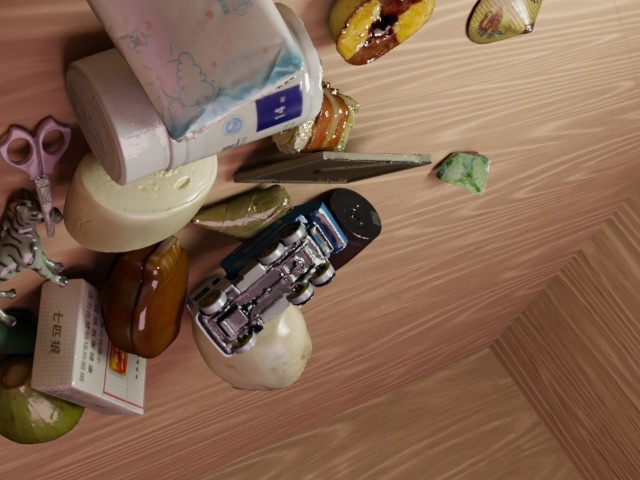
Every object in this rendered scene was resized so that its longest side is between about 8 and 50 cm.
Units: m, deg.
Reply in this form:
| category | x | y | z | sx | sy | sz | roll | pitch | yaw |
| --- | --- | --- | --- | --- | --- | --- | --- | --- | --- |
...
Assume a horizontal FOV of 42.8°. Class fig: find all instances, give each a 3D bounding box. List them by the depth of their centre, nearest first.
| category | x | y | z | sx | sy | sz | roll | pitch | yaw |
| --- | --- | --- | --- | --- | --- | --- | --- | --- | --- |
| fig | -0.586 | 0.322 | 1.680 | 0.207 | 0.207 | 0.230 | -24 | -175 | -19 |

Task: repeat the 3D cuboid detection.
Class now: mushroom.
| category | x | y | z | sx | sy | sz | roll | pitch | yaw |
| --- | --- | --- | --- | --- | --- | --- | --- | --- | --- |
| mushroom | -0.141 | 0.186 | 1.982 | 0.336 | 0.314 | 0.314 | -52 | 177 | -48 |

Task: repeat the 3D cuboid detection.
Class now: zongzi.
| category | x | y | z | sx | sy | sz | roll | pitch | yaw |
| --- | --- | --- | --- | --- | --- | --- | --- | --- | --- |
| zongzi | -0.156 | -0.066 | 1.647 | 0.160 | 0.078 | 0.176 | -38 | 152 | 17 |

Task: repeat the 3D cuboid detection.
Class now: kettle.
| category | x | y | z | sx | sy | sz | roll | pitch | yaw |
| --- | --- | --- | --- | --- | --- | --- | --- | --- | --- |
| kettle | 0.000 | 0.000 | 1.903 | 0.202 | 0.144 | 0.232 | 14 | 135 | -34 |

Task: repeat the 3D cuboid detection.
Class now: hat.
| category | x | y | z | sx | sy | sz | roll | pitch | yaw |
| --- | --- | --- | --- | --- | --- | --- | --- | --- | --- |
| hat | 0.389 | -0.438 | 1.604 | 0.193 | 0.082 | 0.193 | -26 | 154 | -14 |

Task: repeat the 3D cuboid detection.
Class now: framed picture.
| category | x | y | z | sx | sy | sz | roll | pitch | yaw |
| --- | --- | --- | --- | --- | --- | --- | --- | --- | --- |
| framed picture | 0.029 | -0.144 | 1.642 | 0.247 | 0.022 | 0.335 | -10 | 176 | 43 |

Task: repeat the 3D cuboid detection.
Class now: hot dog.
| category | x | y | z | sx | sy | sz | roll | pitch | yaw |
| --- | --- | --- | --- | --- | --- | --- | --- | --- | --- |
| hot dog | -0.014 | -0.224 | 1.503 | 0.213 | 0.103 | 0.146 | 4 | 112 | -60 |

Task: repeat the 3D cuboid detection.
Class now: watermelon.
| category | x | y | z | sx | sy | sz | roll | pitch | yaw |
| --- | --- | --- | --- | --- | --- | --- | --- | --- | --- |
| watermelon | 0.389 | -0.179 | 2.069 | 0.158 | 0.121 | 0.098 | -4 | 122 | -54 |

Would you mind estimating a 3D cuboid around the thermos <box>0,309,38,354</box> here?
| category | x | y | z | sx | sy | sz | roll | pitch | yaw |
| --- | --- | --- | --- | --- | --- | --- | --- | --- | --- |
| thermos | -0.614 | 0.182 | 1.582 | 0.073 | 0.083 | 0.188 | -16 | 165 | 24 |

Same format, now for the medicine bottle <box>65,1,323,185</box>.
| category | x | y | z | sx | sy | sz | roll | pitch | yaw |
| --- | --- | --- | --- | --- | --- | --- | --- | --- | --- |
| medicine bottle | -0.181 | -0.216 | 1.194 | 0.332 | 0.190 | 0.190 | -22 | 154 | -22 |

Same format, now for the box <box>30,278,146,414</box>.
| category | x | y | z | sx | sy | sz | roll | pitch | yaw |
| --- | --- | --- | --- | --- | --- | --- | --- | --- | --- |
| box | -0.458 | 0.228 | 1.667 | 0.095 | 0.210 | 0.330 | -4 | 158 | 9 |

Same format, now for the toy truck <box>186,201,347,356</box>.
| category | x | y | z | sx | sy | sz | roll | pitch | yaw |
| --- | --- | --- | --- | --- | --- | --- | --- | --- | --- |
| toy truck | -0.110 | 0.073 | 1.718 | 0.367 | 0.175 | 0.146 | -40 | 115 | -14 |

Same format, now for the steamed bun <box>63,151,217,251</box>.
| category | x | y | z | sx | sy | sz | roll | pitch | yaw |
| --- | --- | --- | --- | --- | --- | --- | --- | --- | --- |
| steamed bun | -0.286 | -0.075 | 1.329 | 0.250 | 0.155 | 0.200 | -27 | 169 | -35 |

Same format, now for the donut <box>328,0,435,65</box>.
| category | x | y | z | sx | sy | sz | roll | pitch | yaw |
| --- | --- | --- | --- | --- | --- | --- | --- | --- | --- |
| donut | 0.096 | -0.380 | 1.365 | 0.184 | 0.073 | 0.166 | -40 | 156 | 18 |

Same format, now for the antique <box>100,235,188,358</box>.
| category | x | y | z | sx | sy | sz | roll | pitch | yaw |
| --- | --- | --- | --- | --- | --- | --- | --- | --- | --- |
| antique | -0.342 | 0.106 | 1.609 | 0.278 | 0.129 | 0.223 | 96 | 15 | -45 |

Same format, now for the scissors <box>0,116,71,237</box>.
| category | x | y | z | sx | sy | sz | roll | pitch | yaw |
| --- | --- | --- | --- | --- | --- | --- | --- | --- | --- |
| scissors | -0.430 | -0.089 | 1.262 | 0.110 | 0.021 | 0.212 | -20 | 131 | -29 |

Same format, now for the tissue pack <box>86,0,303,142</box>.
| category | x | y | z | sx | sy | sz | roll | pitch | yaw |
| --- | --- | --- | --- | --- | --- | --- | --- | --- | --- |
| tissue pack | -0.163 | -0.282 | 1.003 | 0.201 | 0.271 | 0.124 | -31 | -163 | -4 |

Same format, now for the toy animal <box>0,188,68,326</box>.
| category | x | y | z | sx | sy | sz | roll | pitch | yaw |
| --- | --- | --- | --- | --- | --- | --- | --- | --- | --- |
| toy animal | -0.508 | 0.032 | 1.393 | 0.255 | 0.090 | 0.170 | -48 | 133 | 13 |
